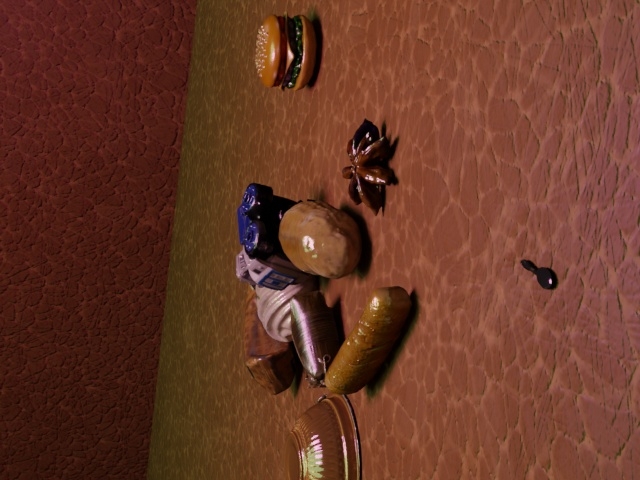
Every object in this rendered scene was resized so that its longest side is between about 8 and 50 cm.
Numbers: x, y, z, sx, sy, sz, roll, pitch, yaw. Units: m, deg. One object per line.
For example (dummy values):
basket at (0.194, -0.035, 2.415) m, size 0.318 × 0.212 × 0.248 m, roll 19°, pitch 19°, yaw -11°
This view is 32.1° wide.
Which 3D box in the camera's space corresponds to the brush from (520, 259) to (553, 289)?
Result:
brush at (0.253, 0.038, 1.300) m, size 0.083 × 0.008 × 0.024 m, roll -133°, pitch 46°, yaw -68°

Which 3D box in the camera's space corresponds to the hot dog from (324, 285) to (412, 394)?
hot dog at (0.074, 0.167, 1.772) m, size 0.286 × 0.087 × 0.061 m, roll 108°, pitch 152°, yaw -51°

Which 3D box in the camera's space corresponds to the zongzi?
zongzi at (-0.007, 0.211, 2.070) m, size 0.184 × 0.084 × 0.187 m, roll 93°, pitch 167°, yaw -63°

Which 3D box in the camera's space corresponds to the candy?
candy at (-0.114, 0.199, 2.360) m, size 0.271 × 0.101 × 0.143 m, roll -105°, pitch -4°, yaw -48°

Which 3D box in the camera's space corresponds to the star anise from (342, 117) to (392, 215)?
star anise at (0.076, -0.122, 1.835) m, size 0.168 × 0.057 × 0.168 m, roll -177°, pitch 90°, yaw -75°

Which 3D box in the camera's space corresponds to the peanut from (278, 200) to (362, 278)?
peanut at (0.000, 0.000, 1.967) m, size 0.224 × 0.129 × 0.129 m, roll -145°, pitch 58°, yaw -71°

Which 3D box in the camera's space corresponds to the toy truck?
toy truck at (-0.098, 0.002, 2.147) m, size 0.177 × 0.161 × 0.213 m, roll -45°, pitch 39°, yaw 38°

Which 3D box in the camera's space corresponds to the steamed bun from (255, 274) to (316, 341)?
steamed bun at (-0.074, 0.118, 2.238) m, size 0.183 × 0.106 × 0.183 m, roll -178°, pitch 90°, yaw -75°

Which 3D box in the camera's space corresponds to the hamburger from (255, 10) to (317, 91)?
hamburger at (-0.070, -0.384, 2.256) m, size 0.162 × 0.115 × 0.162 m, roll -177°, pitch 90°, yaw -75°

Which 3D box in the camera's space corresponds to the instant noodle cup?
instant noodle cup at (-0.010, 0.405, 2.017) m, size 0.274 × 0.090 × 0.274 m, roll -179°, pitch 90°, yaw -74°
